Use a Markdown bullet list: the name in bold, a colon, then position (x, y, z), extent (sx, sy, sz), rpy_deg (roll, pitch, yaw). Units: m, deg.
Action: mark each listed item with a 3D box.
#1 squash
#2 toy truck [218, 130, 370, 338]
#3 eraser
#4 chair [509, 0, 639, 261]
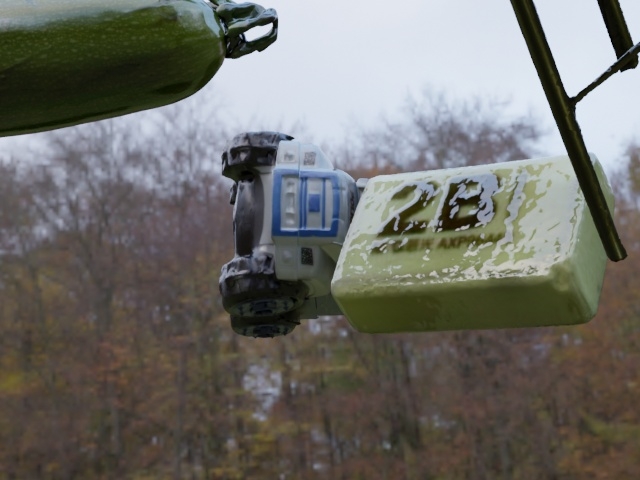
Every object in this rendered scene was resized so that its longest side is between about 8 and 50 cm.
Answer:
- **squash**: position (-0.175, -0.075, 0.506), extent (0.318, 0.071, 0.080), rpy_deg (-13, -41, -1)
- **toy truck**: position (0.000, 0.000, 0.988), extent (0.176, 0.161, 0.213), rpy_deg (1, -17, 0)
- **eraser**: position (0.102, 0.002, 0.732), extent (0.172, 0.117, 0.058), rpy_deg (-5, -45, 31)
- **chair**: position (0.123, -0.152, 0.399), extent (0.159, 0.170, 0.326), rpy_deg (-7, -41, 30)
